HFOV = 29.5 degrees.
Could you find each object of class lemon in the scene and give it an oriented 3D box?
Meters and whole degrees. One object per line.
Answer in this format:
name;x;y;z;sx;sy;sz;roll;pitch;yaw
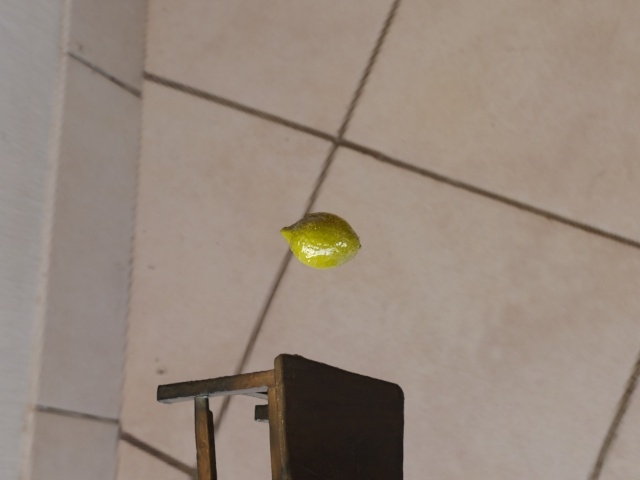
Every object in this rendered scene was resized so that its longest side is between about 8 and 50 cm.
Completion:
lemon;0.000;0.000;1.354;0.092;0.065;0.065;13;81;2

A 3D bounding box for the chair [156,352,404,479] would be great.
chair;0.027;0.241;1.313;0.416;0.203;0.240;-21;60;38
